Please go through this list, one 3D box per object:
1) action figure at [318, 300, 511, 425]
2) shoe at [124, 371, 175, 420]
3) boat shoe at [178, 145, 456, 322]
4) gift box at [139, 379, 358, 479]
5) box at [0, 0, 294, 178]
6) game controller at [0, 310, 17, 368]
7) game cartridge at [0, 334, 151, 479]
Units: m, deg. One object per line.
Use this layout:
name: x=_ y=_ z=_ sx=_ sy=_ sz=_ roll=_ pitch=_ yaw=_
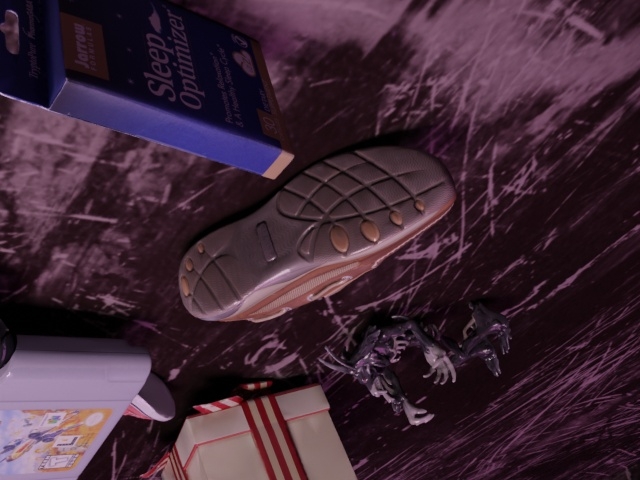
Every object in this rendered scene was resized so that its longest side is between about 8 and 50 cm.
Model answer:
action figure: x=0.145 y=0.178 z=1.151 sx=0.275 sy=0.141 sz=0.164 roll=-10 pitch=147 yaw=-17
shoe: x=-0.279 y=0.210 z=1.073 sx=0.081 sy=0.063 sz=0.178 roll=-27 pitch=140 yaw=15
boat shoe: x=0.000 y=0.000 z=0.865 sx=0.324 sy=0.123 sz=0.116 roll=-23 pitch=153 yaw=19
gift box: x=-0.109 y=0.369 z=1.192 sx=0.276 sy=0.258 sz=0.255 roll=-5 pitch=145 yaw=-32
box: x=-0.129 y=-0.132 z=0.589 sx=0.225 sy=0.136 sz=0.036 roll=13 pitch=136 yaw=-37
game controller: x=-0.469 y=0.128 z=0.825 sx=0.319 sy=0.067 sz=0.166 roll=-33 pitch=101 yaw=19
game cartridge: x=-0.355 y=0.226 z=0.956 sx=0.198 sy=0.062 sz=0.297 roll=5 pitch=133 yaw=-43
